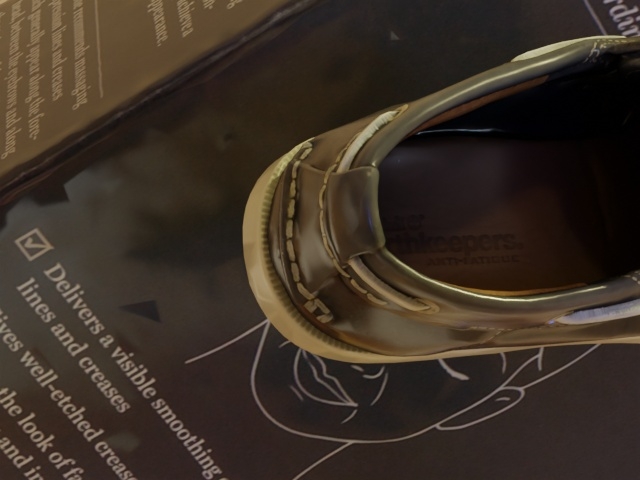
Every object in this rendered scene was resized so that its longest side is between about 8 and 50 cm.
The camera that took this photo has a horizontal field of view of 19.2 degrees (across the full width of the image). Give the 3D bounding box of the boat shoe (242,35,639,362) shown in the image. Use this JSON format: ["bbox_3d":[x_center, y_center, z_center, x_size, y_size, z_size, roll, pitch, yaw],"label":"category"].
[{"bbox_3d":[0.100,-0.017,0.494,0.079,0.233,0.084,135,-58,-66],"label":"boat shoe"}]

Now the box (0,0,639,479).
[{"bbox_3d":[0.000,0.000,0.858,0.293,0.395,0.212,55,10,-28],"label":"box"}]
